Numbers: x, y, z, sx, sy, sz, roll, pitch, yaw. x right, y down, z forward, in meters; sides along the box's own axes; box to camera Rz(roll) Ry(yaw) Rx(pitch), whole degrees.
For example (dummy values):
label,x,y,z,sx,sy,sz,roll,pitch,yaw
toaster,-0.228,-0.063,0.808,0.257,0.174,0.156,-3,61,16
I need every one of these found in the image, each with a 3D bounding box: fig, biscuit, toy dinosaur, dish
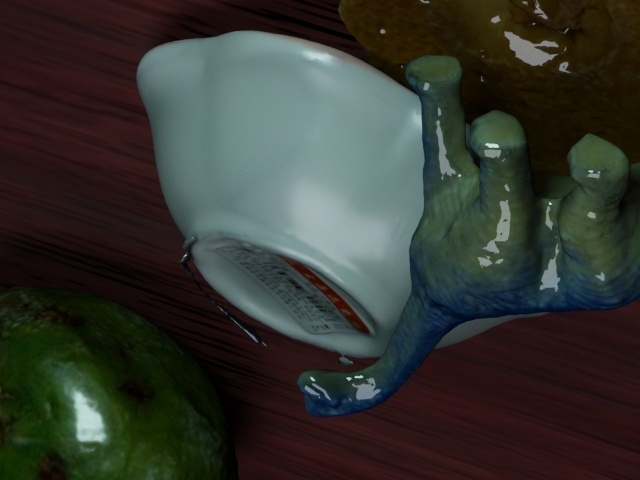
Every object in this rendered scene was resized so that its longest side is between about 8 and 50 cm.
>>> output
label,x,y,z,sx,sy,sz,roll,pitch,yaw
fig,-0.117,0.127,1.186,0.203,0.203,0.235,-6,176,38
biscuit,0.094,-0.084,0.819,0.182,0.034,0.215,23,150,4
toy dinosaur,0.107,0.018,0.820,0.247,0.075,0.188,3,132,8
dish,0.000,0.000,0.925,0.229,0.081,0.229,24,157,11
